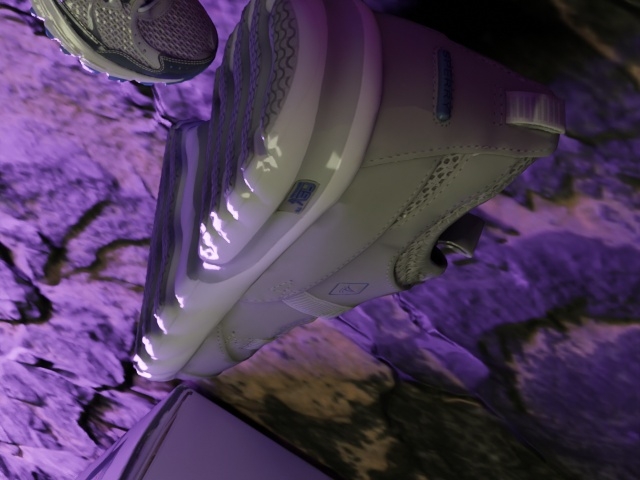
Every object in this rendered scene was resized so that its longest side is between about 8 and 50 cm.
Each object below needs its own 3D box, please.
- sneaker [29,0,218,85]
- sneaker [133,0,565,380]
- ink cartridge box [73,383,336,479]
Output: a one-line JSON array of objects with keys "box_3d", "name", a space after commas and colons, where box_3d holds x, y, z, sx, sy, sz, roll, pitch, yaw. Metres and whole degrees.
[{"box_3d": [-0.080, -0.106, 0.671, 0.058, 0.052, 0.135, -19, 129, 44], "name": "sneaker"}, {"box_3d": [0.000, 0.000, 0.714, 0.115, 0.105, 0.281, 11, 164, -12], "name": "sneaker"}, {"box_3d": [-0.066, 0.182, 1.070, 0.158, 0.092, 0.218, 33, 152, -8], "name": "ink cartridge box"}]
